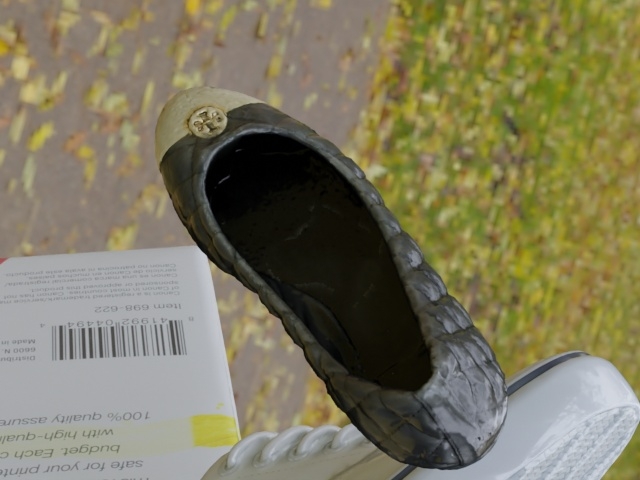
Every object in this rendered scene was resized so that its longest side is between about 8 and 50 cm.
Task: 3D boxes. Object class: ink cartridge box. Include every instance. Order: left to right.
[{"bbox_3d":[-0.187,0.171,0.913,0.385,0.279,0.160,-106,-164,-59],"label":"ink cartridge box"}]

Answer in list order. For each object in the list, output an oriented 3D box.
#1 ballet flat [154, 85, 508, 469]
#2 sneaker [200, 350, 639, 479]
[{"bbox_3d":[0.000,0.000,0.468,0.057,0.173,0.049,-36,143,-8],"label":"ballet flat"},{"bbox_3d":[-0.001,0.108,0.582,0.258,0.091,0.094,-39,152,18],"label":"sneaker"}]
